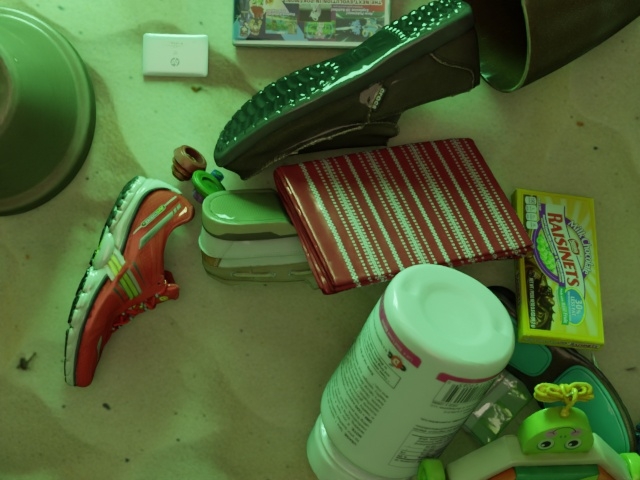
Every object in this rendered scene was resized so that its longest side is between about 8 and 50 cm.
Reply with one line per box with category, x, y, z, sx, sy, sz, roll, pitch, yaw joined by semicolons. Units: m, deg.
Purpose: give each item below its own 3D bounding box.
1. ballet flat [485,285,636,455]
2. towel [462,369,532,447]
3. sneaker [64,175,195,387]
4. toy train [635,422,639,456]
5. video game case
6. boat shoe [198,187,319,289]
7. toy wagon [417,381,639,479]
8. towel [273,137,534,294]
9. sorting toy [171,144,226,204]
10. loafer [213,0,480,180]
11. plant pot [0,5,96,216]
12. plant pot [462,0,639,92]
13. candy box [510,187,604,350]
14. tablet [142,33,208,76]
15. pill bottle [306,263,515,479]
ballet flat;0.293;0.156;1.818;0.280;0.096;0.095;48;118;4
towel;0.190;0.172;1.857;0.152;0.023;0.113;43;89;1
sneaker;-0.236;0.061;1.822;0.118;0.107;0.279;23;91;-9
toy train;0.470;0.241;1.815;0.184;0.105;0.080;-17;89;0
video game case;-0.010;-0.335;1.861;0.201;0.023;0.183;2;93;2
boat shoe;0.000;0.000;1.825;0.302;0.113;0.103;3;124;-9
toy wagon;0.243;0.294;1.717;0.267;0.344;0.068;0;47;-12
towel;0.097;-0.034;1.774;0.275;0.031;0.199;-10;53;-21
sorting toy;-0.155;-0.073;1.846;0.042;0.061;0.102;-49;53;24
loafer;0.042;-0.159;1.810;0.366;0.134;0.130;-27;112;7
plant pot;-0.414;-0.163;1.764;0.263;0.229;0.263;0;89;1
plant pot;0.301;-0.315;1.796;0.230;0.215;0.215;-19;88;-15
candy box;0.290;0.034;1.809;0.105;0.027;0.206;8;60;-12
tablet;-0.185;-0.236;1.876;0.083;0.006;0.054;1;89;0
pill bottle;0.096;0.176;1.727;0.160;0.160;0.283;30;128;1
